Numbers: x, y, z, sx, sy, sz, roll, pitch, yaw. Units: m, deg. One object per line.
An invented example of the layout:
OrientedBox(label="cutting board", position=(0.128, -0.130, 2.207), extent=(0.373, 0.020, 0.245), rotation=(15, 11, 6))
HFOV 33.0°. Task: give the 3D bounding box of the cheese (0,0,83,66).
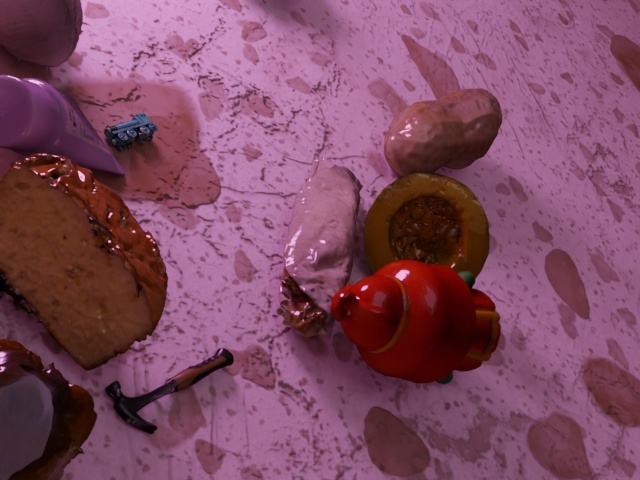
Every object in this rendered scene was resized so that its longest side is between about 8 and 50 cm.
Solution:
OrientedBox(label="cheese", position=(-0.430, -0.368, 1.557), extent=(0.154, 0.189, 0.198), rotation=(-16, 62, -12))

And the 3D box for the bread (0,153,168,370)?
OrientedBox(label="bread", position=(-0.297, 0.016, 1.342), extent=(0.260, 0.160, 0.147), rotation=(47, 19, -6))

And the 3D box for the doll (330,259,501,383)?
OrientedBox(label="doll", position=(0.141, 0.120, 1.608), extent=(0.363, 0.183, 0.160), rotation=(15, 5, -45))

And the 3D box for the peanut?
OrientedBox(label="peanut", position=(0.228, -0.200, 2.023), extent=(0.313, 0.149, 0.149), rotation=(-20, 71, -46))

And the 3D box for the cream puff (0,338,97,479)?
OrientedBox(label="cream puff", position=(-0.361, 0.203, 1.126), extent=(0.269, 0.155, 0.241), rotation=(1, 56, -39))

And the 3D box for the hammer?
OrientedBox(label="hammer", position=(-0.184, 0.188, 1.402), extent=(0.201, 0.021, 0.078), rotation=(-22, 73, -48))

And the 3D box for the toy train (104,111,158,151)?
OrientedBox(label="toy train", position=(-0.284, -0.164, 1.617), extent=(0.045, 0.029, 0.092), rotation=(47, 39, 14))

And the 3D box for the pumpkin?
OrientedBox(label="pumpkin", position=(0.167, -0.011, 1.806), extent=(0.217, 0.217, 0.110), rotation=(37, 1, -11))

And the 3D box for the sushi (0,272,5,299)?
OrientedBox(label="sushi", position=(-0.438, 0.037, 1.303), extent=(0.126, 0.026, 0.120), rotation=(29, 42, -19))

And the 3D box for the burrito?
OrientedBox(label="burrito", position=(0.000, 0.000, 1.690), extent=(0.117, 0.076, 0.392), rotation=(28, 40, -12))

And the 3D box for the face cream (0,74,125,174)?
OrientedBox(label="face cream", position=(-0.359, -0.159, 1.455), extent=(0.154, 0.096, 0.274), rotation=(51, 10, 10))
